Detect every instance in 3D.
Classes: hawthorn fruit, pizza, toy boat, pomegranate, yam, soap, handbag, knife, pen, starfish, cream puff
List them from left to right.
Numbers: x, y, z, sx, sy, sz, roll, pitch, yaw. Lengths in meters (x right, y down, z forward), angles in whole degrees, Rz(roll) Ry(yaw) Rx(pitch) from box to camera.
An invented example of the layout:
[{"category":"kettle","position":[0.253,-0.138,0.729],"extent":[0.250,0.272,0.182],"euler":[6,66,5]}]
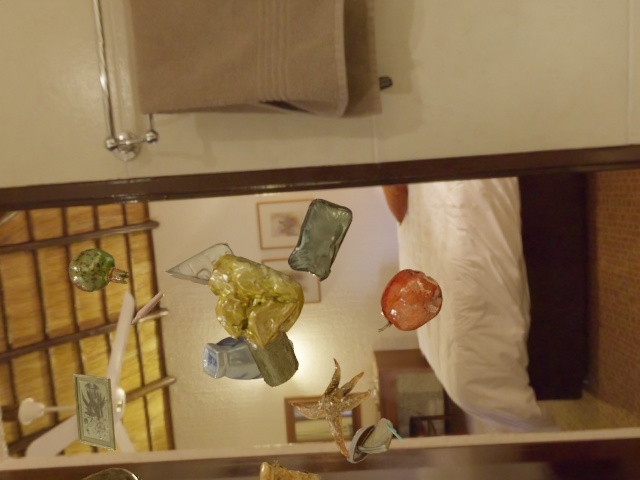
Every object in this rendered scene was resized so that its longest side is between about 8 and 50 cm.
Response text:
[{"category":"pomegranate","position":[-0.787,0.111,1.648],"extent":[0.159,0.205,0.159],"euler":[13,-90,-88]},{"category":"pen","position":[-0.836,0.328,2.237],"extent":[0.197,0.032,0.053],"euler":[-49,-2,-25]},{"category":"soap","position":[-0.476,0.176,2.035],"extent":[0.257,0.302,0.159],"euler":[59,161,4]},{"category":"cream puff","position":[-0.229,0.207,1.534],"extent":[0.291,0.325,0.257],"euler":[130,162,-72]},{"category":"yam","position":[-0.205,0.406,1.827],"extent":[0.168,0.168,0.304],"euler":[-81,-32,-83]},{"category":"pizza","position":[-0.151,1.271,2.169],"extent":[0.435,0.080,0.391],"euler":[34,-127,-34]},{"category":"handbag","position":[-0.001,0.003,1.889],"extent":[0.075,0.192,0.332],"euler":[-126,55,-67]},{"category":"starfish","position":[0.077,0.624,1.790],"extent":[0.293,0.302,0.084],"euler":[-53,-29,1]},{"category":"toy boat","position":[0.286,1.038,2.419],"extent":[0.111,0.294,0.276],"euler":[55,-147,-2]},{"category":"knife","position":[0.259,0.669,1.620],"extent":[0.091,0.014,0.005],"euler":[46,178,-10]},{"category":"hawthorn fruit","position":[0.310,0.240,1.698],"extent":[0.299,0.211,0.211],"euler":[-53,12,16]}]

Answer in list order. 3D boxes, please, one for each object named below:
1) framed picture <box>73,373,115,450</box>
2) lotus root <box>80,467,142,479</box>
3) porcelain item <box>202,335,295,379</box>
[{"category":"framed picture","position":[-0.720,0.544,1.476],"extent":[0.010,0.173,0.231],"euler":[-7,-86,-63]},{"category":"lotus root","position":[-0.727,0.937,1.646],"extent":[0.266,0.149,0.260],"euler":[61,-159,12]},{"category":"porcelain item","position":[-0.332,0.543,2.170],"extent":[0.243,0.406,0.178],"euler":[7,94,51]}]
